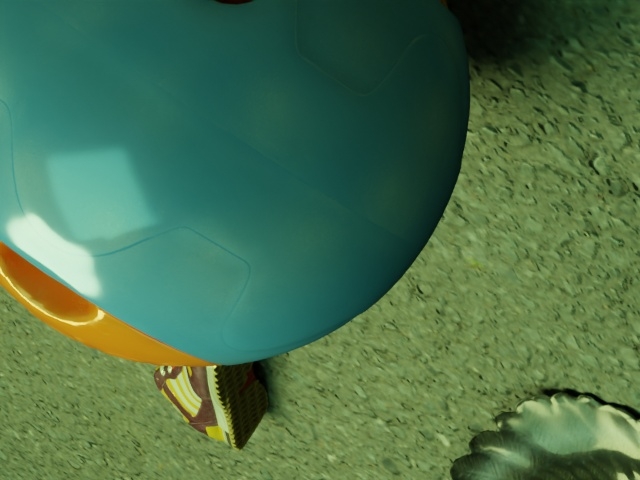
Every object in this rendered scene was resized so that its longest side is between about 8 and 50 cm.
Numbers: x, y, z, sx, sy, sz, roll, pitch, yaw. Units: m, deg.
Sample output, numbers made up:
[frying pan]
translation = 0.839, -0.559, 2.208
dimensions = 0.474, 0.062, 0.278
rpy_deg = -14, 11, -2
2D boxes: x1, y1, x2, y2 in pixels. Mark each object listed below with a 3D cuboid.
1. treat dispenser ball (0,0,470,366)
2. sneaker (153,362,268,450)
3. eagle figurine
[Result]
[treat dispenser ball]
translation = -0.064, -0.077, 1.042
dimensions = 0.288, 0.288, 0.288
rpy_deg = 28, 148, 19
[sneaker]
translation = -0.095, 0.094, 1.526
dimensions = 0.084, 0.069, 0.185
rpy_deg = 21, 145, 20
[eagle figurine]
translation = 0.229, 0.232, 1.280
dimensions = 0.298, 0.225, 0.226
rpy_deg = -136, 54, -66
